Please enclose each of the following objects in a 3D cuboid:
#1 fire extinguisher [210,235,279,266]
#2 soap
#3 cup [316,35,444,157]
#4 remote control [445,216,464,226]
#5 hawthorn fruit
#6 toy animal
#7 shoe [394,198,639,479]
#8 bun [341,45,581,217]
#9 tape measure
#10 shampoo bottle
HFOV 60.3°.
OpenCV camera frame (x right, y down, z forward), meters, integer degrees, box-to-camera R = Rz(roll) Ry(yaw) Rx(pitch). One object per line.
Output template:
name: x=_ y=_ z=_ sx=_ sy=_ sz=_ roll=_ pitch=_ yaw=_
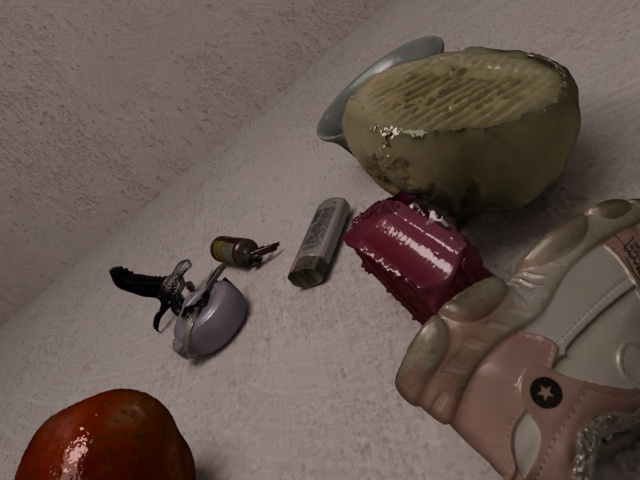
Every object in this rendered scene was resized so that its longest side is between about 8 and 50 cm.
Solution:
fire extinguisher: x=-0.197 y=0.017 z=1.431 sx=0.106 sy=0.075 sz=0.252 roll=-52 pitch=26 yaw=-20
soap: x=0.148 y=0.042 z=0.775 sx=0.112 sy=0.182 sz=0.289 roll=-43 pitch=41 yaw=-3
cup: x=0.174 y=-0.299 z=1.289 sx=0.347 sy=0.163 sz=0.347 roll=-33 pitch=28 yaw=20
remote control: x=0.232 y=-0.041 z=0.968 sx=0.184 sy=0.027 sz=0.050 roll=-54 pitch=30 yaw=-12
hawthorn fruit: x=-0.328 y=0.388 z=0.826 sx=0.275 sy=0.275 sz=0.300 roll=-33 pitch=25 yaw=18
toy animal: x=-0.397 y=0.155 z=1.477 sx=0.272 sy=0.197 sz=0.160 roll=22 pitch=37 yaw=16
shoe: x=0.260 y=0.113 z=0.553 sx=0.350 sy=0.172 sz=0.198 roll=-30 pitch=59 yaw=-15
bun: x=0.222 y=-0.159 z=0.877 sx=0.359 sy=0.211 sz=0.360 roll=-7 pitch=38 yaw=6
tape measure: x=-0.256 y=0.165 z=1.253 sx=0.178 sy=0.105 sz=0.196 roll=-34 pitch=26 yaw=17
shampoo bottle: x=0.000 y=0.000 z=1.197 sx=0.086 sy=0.056 sz=0.228 roll=-20 pitch=34 yaw=36
